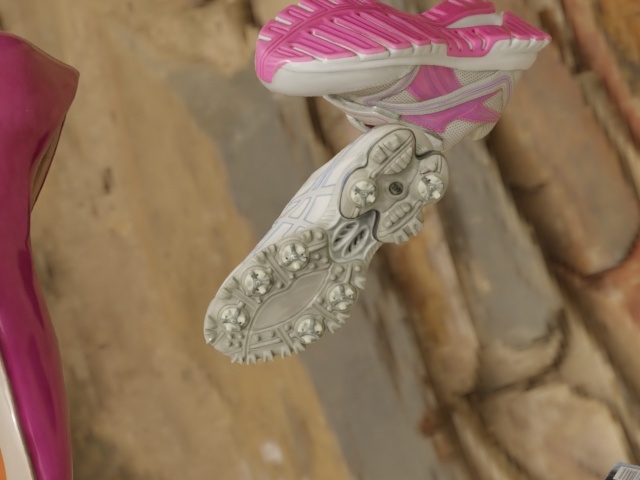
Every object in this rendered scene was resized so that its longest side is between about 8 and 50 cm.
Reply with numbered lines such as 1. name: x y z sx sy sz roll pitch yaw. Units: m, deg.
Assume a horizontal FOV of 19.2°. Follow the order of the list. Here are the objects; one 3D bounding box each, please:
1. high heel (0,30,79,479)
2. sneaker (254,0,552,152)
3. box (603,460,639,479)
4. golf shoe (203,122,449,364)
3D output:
1. high heel: -0.174 0.011 1.175 0.127 0.181 0.377 -51 52 42
2. sneaker: 0.058 -0.113 1.395 0.103 0.252 0.111 41 124 46
3. box: 0.181 0.148 0.771 0.137 0.027 0.094 8 121 28
4. golf shoe: 0.000 0.000 1.122 0.069 0.176 0.086 46 -175 -21
